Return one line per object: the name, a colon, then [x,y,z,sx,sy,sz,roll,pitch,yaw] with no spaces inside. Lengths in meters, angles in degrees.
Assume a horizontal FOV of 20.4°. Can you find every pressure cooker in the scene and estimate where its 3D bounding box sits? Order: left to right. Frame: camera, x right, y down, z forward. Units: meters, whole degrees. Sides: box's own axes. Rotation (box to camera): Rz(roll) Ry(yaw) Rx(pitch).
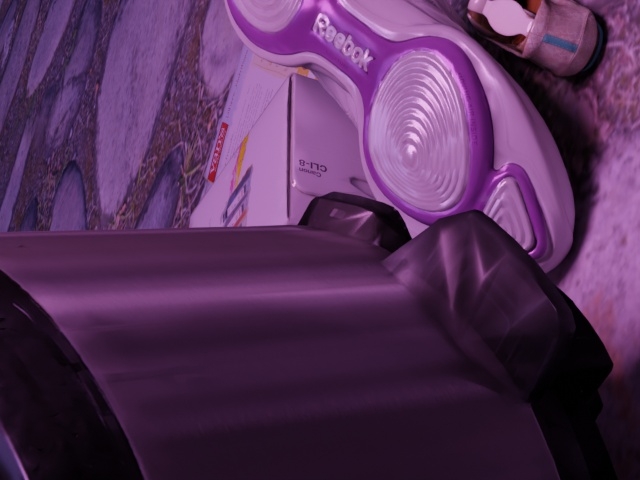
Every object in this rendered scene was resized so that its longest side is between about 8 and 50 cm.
pressure cooker: [-0.056,0.166,0.855,0.370,0.420,0.375,-7,86,43]

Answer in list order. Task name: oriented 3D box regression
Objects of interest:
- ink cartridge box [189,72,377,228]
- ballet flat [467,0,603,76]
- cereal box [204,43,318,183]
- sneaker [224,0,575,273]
ink cartridge box: [0.000,0.000,1.191,0.176,0.128,0.127,130,149,-47]
ballet flat: [0.119,-0.142,1.085,0.168,0.052,0.057,-135,60,-67]
cereal box: [-0.024,-0.107,1.444,0.240,0.047,0.173,-144,71,-69]
sneaker: [0.071,-0.097,1.085,0.114,0.152,0.305,-54,55,26]
